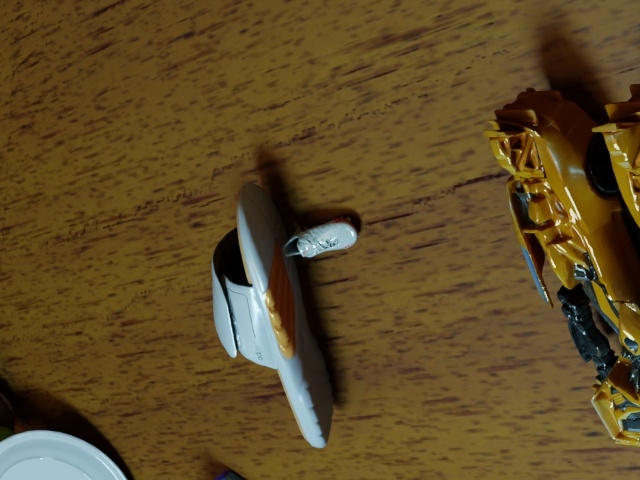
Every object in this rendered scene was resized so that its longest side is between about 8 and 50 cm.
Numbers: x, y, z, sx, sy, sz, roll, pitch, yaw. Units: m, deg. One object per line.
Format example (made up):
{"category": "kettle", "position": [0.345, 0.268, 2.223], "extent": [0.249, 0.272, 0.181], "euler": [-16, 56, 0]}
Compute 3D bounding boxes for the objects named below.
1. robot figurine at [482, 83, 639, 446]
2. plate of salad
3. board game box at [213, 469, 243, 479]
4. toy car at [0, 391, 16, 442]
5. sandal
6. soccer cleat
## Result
{"category": "robot figurine", "position": [0.223, 0.032, 1.232], "extent": [0.211, 0.085, 0.291], "euler": [0, 119, 51]}
{"category": "plate of salad", "position": [-0.300, 0.302, 2.073], "extent": [0.199, 0.048, 0.200], "euler": [5, 114, 12]}
{"category": "board game box", "position": [-0.028, 0.435, 1.895], "extent": [0.233, 0.078, 0.347], "euler": [28, 138, 34]}
{"category": "toy car", "position": [-0.423, 0.157, 2.108], "extent": [0.155, 0.149, 0.188], "euler": [36, 120, 56]}
{"category": "sandal", "position": [-0.054, 0.078, 1.578], "extent": [0.076, 0.102, 0.265], "euler": [-8, 120, 13]}
{"category": "soccer cleat", "position": [0.000, 0.000, 1.517], "extent": [0.083, 0.035, 0.029], "euler": [-6, 114, 53]}
